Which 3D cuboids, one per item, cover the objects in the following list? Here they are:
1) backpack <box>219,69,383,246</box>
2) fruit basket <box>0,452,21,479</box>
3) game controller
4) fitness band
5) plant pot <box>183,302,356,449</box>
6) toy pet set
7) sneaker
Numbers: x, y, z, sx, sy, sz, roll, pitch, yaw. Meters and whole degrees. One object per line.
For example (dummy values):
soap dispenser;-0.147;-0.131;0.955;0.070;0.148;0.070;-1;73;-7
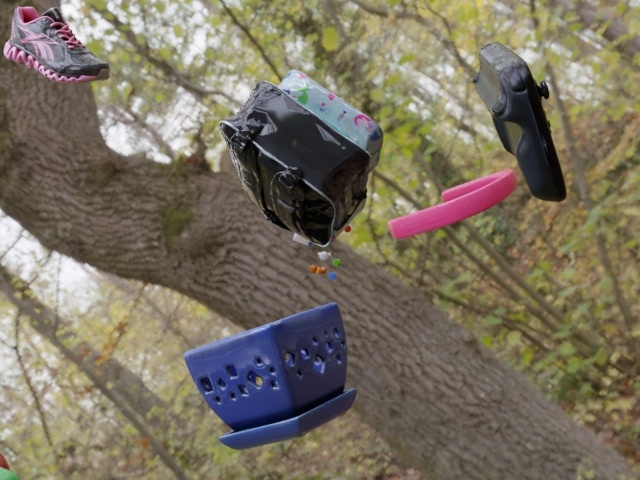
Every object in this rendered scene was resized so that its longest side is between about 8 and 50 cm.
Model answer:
backpack;-0.025;-0.114;1.238;0.191;0.225;0.253;-47;-17;-21
fruit basket;-0.389;0.271;0.811;0.353;0.327;0.165;72;-141;-75
game controller;0.244;-0.152;1.003;0.067;0.166;0.319;-27;14;14
fitness band;0.268;-0.069;1.668;0.291;0.054;0.209;-20;6;46
plant pot;-0.081;0.262;1.554;0.236;0.212;0.236;-21;-5;34
toy pet set;0.000;0.000;1.693;0.065;0.114;0.122;-56;-15;-71
sneaker;-0.234;-0.176;0.728;0.047;0.119;0.057;-22;-48;-58
